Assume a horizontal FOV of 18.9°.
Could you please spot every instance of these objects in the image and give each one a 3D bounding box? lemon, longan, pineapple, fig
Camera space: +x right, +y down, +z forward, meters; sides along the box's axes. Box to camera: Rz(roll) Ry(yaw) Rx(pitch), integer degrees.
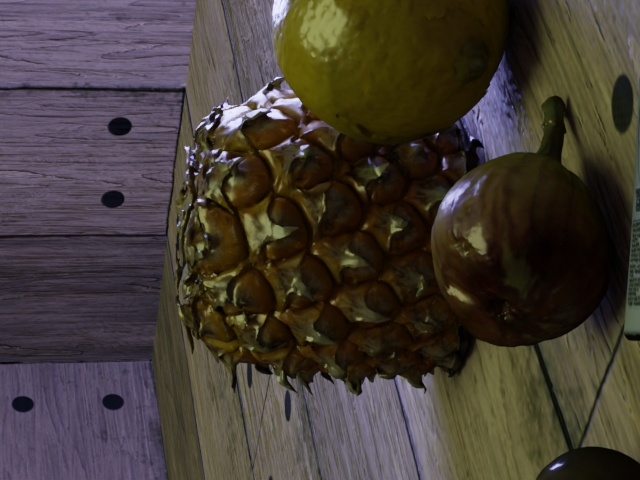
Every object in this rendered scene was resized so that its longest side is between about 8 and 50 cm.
[{"bbox_3d":[0.067,-0.216,1.834,0.253,0.228,0.228,-94,11,-48],"label":"lemon"},{"bbox_3d":[0.218,0.214,1.478,0.119,0.106,0.106,44,152,13],"label":"longan"},{"bbox_3d":[-0.001,-0.003,2.011,0.352,0.300,0.352,-179,90,-84],"label":"pineapple"},{"bbox_3d":[0.159,-0.028,1.601,0.160,0.143,0.230,94,168,-59],"label":"fig"}]

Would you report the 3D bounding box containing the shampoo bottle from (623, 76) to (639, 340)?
[{"bbox_3d":[0.258,-0.069,1.333,0.153,0.071,0.284,180,92,-80],"label":"shampoo bottle"}]
